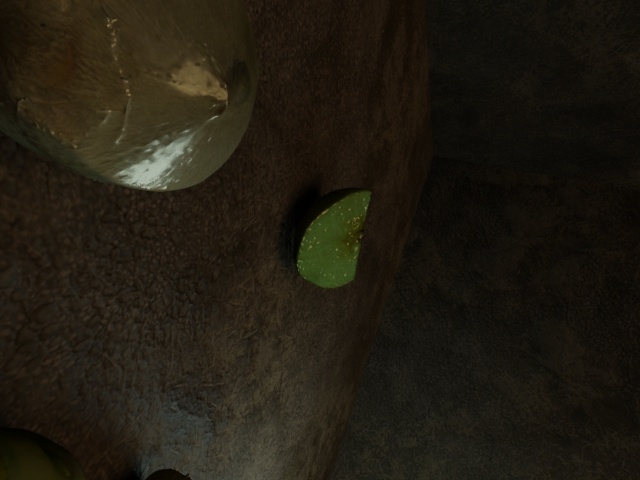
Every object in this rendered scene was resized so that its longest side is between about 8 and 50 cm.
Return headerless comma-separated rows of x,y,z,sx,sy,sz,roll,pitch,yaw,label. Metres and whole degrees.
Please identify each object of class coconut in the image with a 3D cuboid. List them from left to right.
-0.176,-0.172,0.386,0.245,0.247,0.245,-46,145,-48,coconut

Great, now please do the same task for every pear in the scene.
-0.002,-0.005,1.096,0.239,0.139,0.288,-24,132,-45,pear

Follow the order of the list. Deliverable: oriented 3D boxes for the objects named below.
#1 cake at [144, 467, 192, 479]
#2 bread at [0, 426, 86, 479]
-0.277,0.537,0.705,0.156,0.179,0.261,-22,127,-63,cake
-0.314,0.241,0.374,0.261,0.156,0.158,57,20,-57,bread
